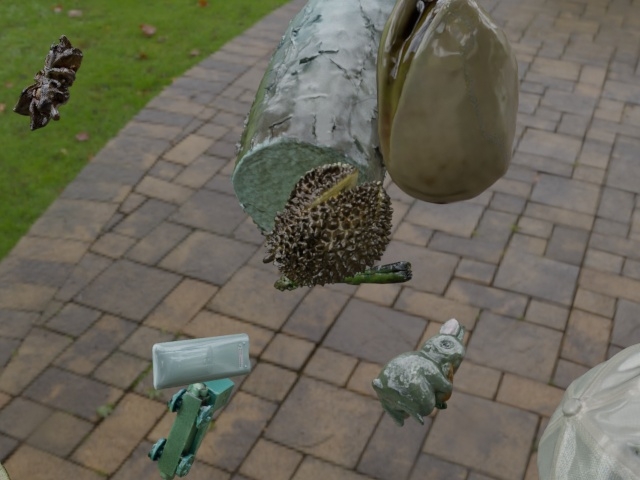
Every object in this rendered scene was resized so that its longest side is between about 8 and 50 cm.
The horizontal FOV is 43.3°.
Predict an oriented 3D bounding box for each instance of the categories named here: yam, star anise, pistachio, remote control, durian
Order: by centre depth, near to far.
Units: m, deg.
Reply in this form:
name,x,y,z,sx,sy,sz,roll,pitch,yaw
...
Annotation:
name,x,y,z,sx,sy,sz,roll,pitch,yaw
durian,-0.002,-0.001,0.723,0.140,0.110,0.071,-30,15,22
pistachio,0.121,-0.139,0.792,0.138,0.237,0.153,25,48,37
yam,0.016,-0.170,1.120,0.241,0.241,0.348,11,49,10
star anise,-0.482,-0.256,1.423,0.073,0.177,0.233,32,44,-30
remote control,-0.267,0.279,1.873,0.051,0.103,0.293,-5,-3,39

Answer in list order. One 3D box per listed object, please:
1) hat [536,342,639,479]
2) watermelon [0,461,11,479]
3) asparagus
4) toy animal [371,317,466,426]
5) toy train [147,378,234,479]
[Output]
name,x,y,z,sx,sy,sz,roll,pitch,yaw
hat,0.290,0.161,0.568,0.275,0.161,0.232,-7,42,32
watermelon,-0.370,0.297,0.816,0.069,0.087,0.163,-28,22,27
asparagus,0.016,0.045,0.945,0.233,0.023,0.022,-8,60,47
toy animal,0.217,0.236,1.549,0.125,0.127,0.251,16,53,43
toy train,-0.351,0.506,2.201,0.120,0.298,0.194,27,15,14
